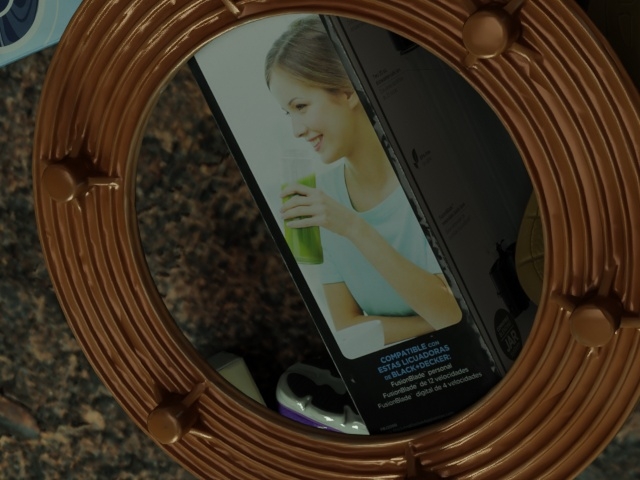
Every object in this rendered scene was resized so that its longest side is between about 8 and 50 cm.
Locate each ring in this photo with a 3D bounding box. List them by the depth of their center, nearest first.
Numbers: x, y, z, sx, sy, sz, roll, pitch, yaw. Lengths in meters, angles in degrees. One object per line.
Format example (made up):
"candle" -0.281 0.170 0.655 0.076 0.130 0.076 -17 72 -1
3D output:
"ring" 0.000 0.000 0.696 0.336 0.032 0.336 9 113 21

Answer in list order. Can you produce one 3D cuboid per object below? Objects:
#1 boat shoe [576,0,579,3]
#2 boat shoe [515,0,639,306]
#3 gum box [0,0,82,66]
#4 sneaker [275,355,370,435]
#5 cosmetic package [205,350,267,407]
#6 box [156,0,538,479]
"boat shoe" 0.123 -0.174 0.746 0.073 0.080 0.223 2 104 27
"boat shoe" 0.190 -0.085 0.746 0.098 0.096 0.277 33 105 35
"gum box" -0.210 -0.189 0.898 0.184 0.041 0.157 -18 100 26
"sneaker" 0.048 0.132 0.901 0.170 0.068 0.071 26 131 22
"cosmetic package" -0.049 0.131 0.927 0.041 0.060 0.115 -28 96 -14
"box" 0.041 -0.041 0.778 0.087 0.169 0.290 -21 100 29
